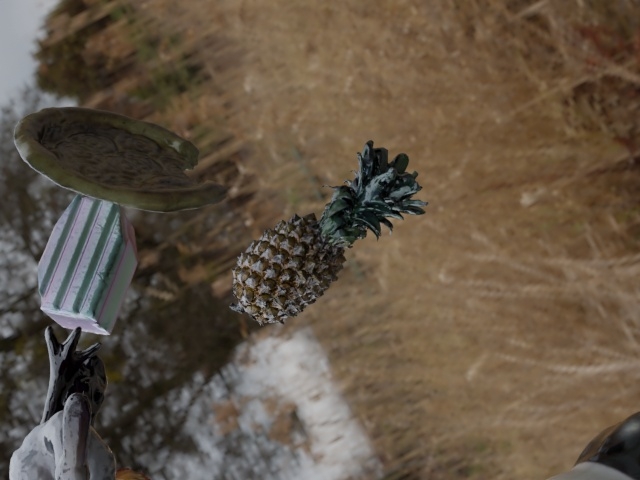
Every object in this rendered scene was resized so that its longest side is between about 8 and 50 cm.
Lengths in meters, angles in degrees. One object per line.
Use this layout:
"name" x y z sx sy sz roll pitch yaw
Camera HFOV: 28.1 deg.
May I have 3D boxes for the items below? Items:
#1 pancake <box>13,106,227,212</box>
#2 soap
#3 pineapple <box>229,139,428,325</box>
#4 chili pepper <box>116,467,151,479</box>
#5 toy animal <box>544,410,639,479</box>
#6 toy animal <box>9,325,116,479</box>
"pancake" -0.201 -0.082 1.277 0.235 0.211 0.029 47 124 51
"soap" -0.264 0.025 1.462 0.056 0.100 0.149 58 -136 -58
"pineapple" 0.001 0.000 1.187 0.083 0.221 0.103 53 -164 10
"chili pepper" -0.248 0.339 1.403 0.086 0.192 0.084 -2 -143 -50
"toy animal" 0.321 0.316 1.344 0.251 0.309 0.251 30 128 48
"toy animal" -0.221 0.189 1.099 0.324 0.090 0.195 -144 53 -78
